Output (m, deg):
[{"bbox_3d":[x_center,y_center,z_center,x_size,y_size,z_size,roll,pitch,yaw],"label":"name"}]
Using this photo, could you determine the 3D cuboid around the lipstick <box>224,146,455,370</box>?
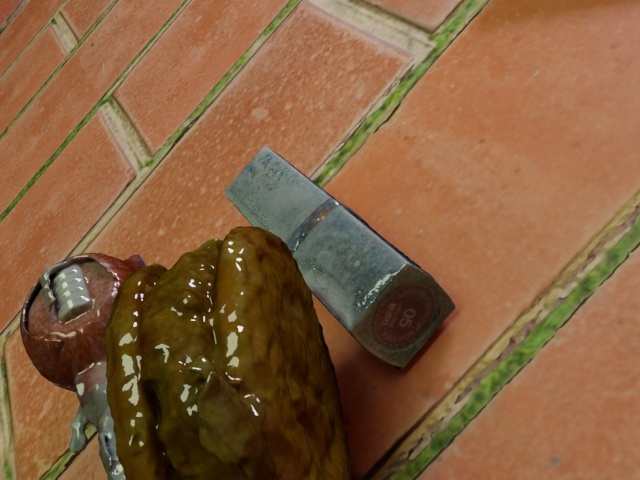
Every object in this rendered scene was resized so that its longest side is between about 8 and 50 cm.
[{"bbox_3d":[0.000,0.000,0.691,0.076,0.077,0.289,-51,36,1],"label":"lipstick"}]

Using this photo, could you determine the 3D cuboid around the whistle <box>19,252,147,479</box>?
[{"bbox_3d":[-0.212,0.124,0.778,0.142,0.134,0.346,-18,43,-16],"label":"whistle"}]

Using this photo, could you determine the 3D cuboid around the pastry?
[{"bbox_3d":[-0.063,0.121,0.526,0.132,0.240,0.235,-15,29,11],"label":"pastry"}]
